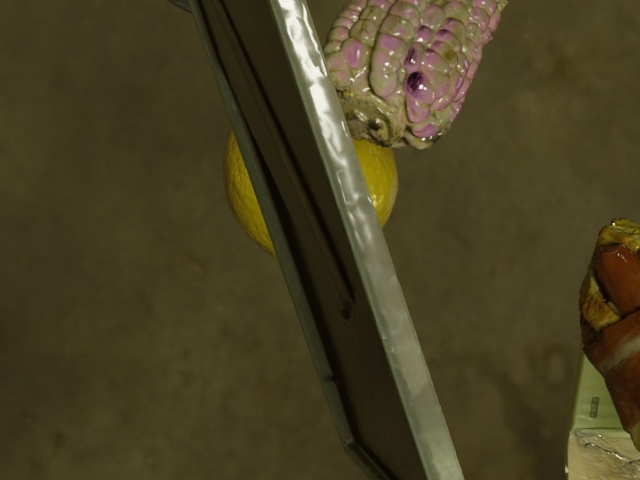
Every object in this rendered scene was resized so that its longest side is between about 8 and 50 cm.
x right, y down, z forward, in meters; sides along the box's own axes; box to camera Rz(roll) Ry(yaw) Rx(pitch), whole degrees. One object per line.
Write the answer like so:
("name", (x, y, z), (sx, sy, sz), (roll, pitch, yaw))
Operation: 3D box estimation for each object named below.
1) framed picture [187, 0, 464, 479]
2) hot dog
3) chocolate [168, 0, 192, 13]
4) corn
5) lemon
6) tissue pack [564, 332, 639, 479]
("framed picture", (0.000, 0.000, 0.767), (0.020, 0.240, 0.324), (-21, 102, -9))
("hot dog", (0.292, 0.101, 1.263), (0.261, 0.123, 0.093), (61, 14, 16))
("chocolate", (-0.113, -0.235, 1.180), (0.248, 0.110, 0.110), (0, 91, -59))
("corn", (0.107, -0.222, 1.214), (0.126, 0.126, 0.335), (45, 63, -35))
("lemon", (-0.012, -0.072, 1.511), (0.178, 0.178, 0.203), (20, 40, -42))
("tissue pack", (0.351, 0.190, 1.694), (0.234, 0.125, 0.159), (-71, 158, -45))
